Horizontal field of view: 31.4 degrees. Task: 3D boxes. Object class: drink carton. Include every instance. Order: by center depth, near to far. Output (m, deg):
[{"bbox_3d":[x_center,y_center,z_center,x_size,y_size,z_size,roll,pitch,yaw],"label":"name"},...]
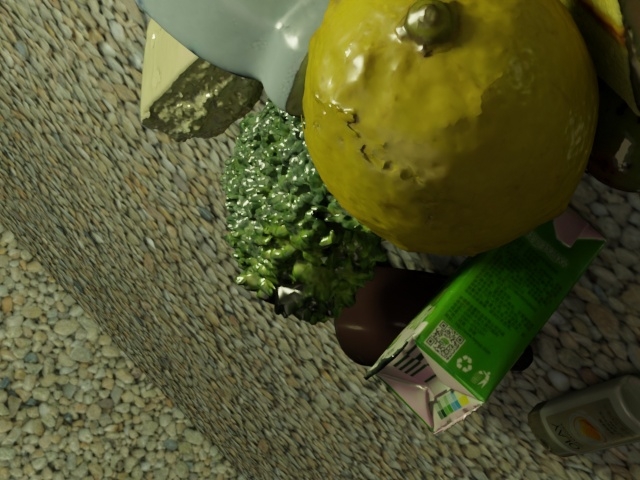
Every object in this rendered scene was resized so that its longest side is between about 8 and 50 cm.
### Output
[{"bbox_3d":[0.184,0.076,1.274,0.108,0.271,0.161,42,153,1],"label":"drink carton"}]

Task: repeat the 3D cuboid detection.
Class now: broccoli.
[{"bbox_3d":[0.029,-0.066,1.313,0.277,0.339,0.317,65,-172,30],"label":"broccoli"}]

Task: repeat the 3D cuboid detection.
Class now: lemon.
[{"bbox_3d":[0.109,-0.110,0.966,0.260,0.260,0.284,46,161,2],"label":"lemon"}]

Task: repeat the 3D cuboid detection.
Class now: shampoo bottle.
[{"bbox_3d":[0.356,0.231,1.477,0.086,0.056,0.227,48,154,-1],"label":"shampoo bottle"}]

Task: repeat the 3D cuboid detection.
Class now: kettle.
[{"bbox_3d":[0.160,0.126,1.543,0.202,0.144,0.232,40,159,-34],"label":"kettle"}]

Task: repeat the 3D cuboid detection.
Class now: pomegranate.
[{"bbox_3d":[0.305,-0.103,1.036,0.159,0.129,0.129,9,170,-28],"label":"pomegranate"}]

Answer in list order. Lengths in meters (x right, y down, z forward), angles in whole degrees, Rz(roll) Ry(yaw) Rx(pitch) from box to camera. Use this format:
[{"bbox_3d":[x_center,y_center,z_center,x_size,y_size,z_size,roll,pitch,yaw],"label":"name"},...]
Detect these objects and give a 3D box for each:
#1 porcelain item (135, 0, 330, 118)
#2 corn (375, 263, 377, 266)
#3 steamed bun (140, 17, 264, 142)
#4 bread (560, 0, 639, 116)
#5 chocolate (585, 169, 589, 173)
[{"bbox_3d":[-0.087,-0.297,1.162,0.405,0.243,0.178,50,117,24],"label":"porcelain item"},{"bbox_3d":[-0.002,0.001,1.627,0.335,0.126,0.127,54,153,-19],"label":"corn"},{"bbox_3d":[-0.108,-0.230,1.396,0.170,0.199,0.225,14,165,-27],"label":"steamed bun"},{"bbox_3d":[0.272,-0.245,0.954,0.264,0.163,0.167,-115,0,-55],"label":"bread"},{"bbox_3d":[0.264,-0.141,1.120,0.086,0.028,0.182,22,134,37],"label":"chocolate"}]
